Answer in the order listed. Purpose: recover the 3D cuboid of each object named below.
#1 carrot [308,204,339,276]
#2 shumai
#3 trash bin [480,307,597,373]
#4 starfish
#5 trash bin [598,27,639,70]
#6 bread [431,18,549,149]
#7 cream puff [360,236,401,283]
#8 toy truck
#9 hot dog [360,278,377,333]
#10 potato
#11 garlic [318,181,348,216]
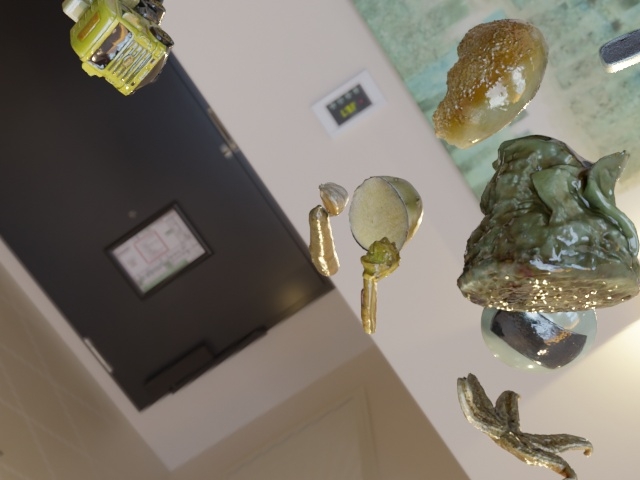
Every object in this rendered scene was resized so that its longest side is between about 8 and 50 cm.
[{"bbox_3d":[0.001,0.001,1.827,0.070,0.070,0.342,-37,157,-11],"label":"carrot"},{"bbox_3d":[0.438,-0.040,1.537,0.395,0.348,0.395,-2,167,-1],"label":"shumai"},{"bbox_3d":[0.573,0.149,2.064,0.280,0.280,0.432,-29,-163,25],"label":"trash bin"},{"bbox_3d":[0.366,0.354,1.507,0.094,0.327,0.375,-59,-142,8],"label":"starfish"},{"bbox_3d":[0.700,-0.434,1.787,0.116,0.059,0.130,-21,177,20],"label":"trash bin"},{"bbox_3d":[0.370,-0.345,1.652,0.314,0.171,0.192,-56,-159,-6],"label":"bread"},{"bbox_3d":[0.111,0.037,1.402,0.083,0.083,0.058,-12,-168,-32],"label":"cream puff"},{"bbox_3d":[-0.509,-0.543,1.917,0.180,0.254,0.405,-45,-141,19],"label":"toy truck"},{"bbox_3d":[0.141,0.181,2.307,0.047,0.215,0.066,5,-153,13],"label":"hot dog"},{"bbox_3d":[0.165,-0.061,1.756,0.117,0.182,0.202,-21,150,-35],"label":"potato"},{"bbox_3d":[0.033,-0.109,1.988,0.074,0.094,0.113,-21,-163,-14],"label":"garlic"}]
